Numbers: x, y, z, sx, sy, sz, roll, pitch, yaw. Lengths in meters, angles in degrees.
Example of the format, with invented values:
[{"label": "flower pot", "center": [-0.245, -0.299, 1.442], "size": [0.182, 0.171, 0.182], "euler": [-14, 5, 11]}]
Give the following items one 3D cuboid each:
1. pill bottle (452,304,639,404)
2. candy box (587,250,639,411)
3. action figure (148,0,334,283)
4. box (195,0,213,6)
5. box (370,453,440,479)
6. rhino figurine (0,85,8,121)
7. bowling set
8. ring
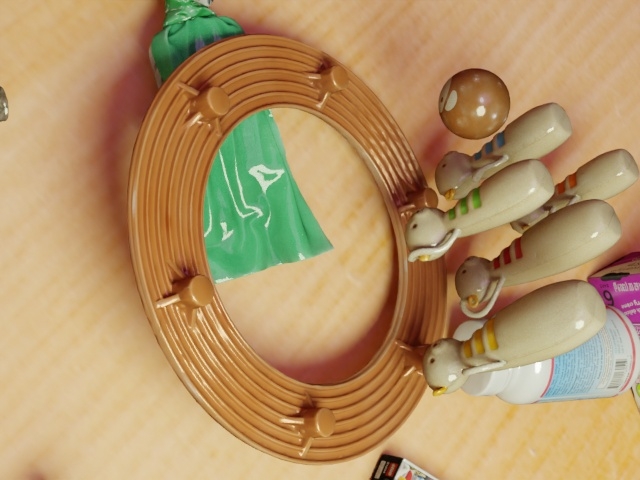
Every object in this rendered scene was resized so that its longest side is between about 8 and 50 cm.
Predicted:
[{"label": "pill bottle", "center": [0.201, 0.102, 0.832], "size": [0.160, 0.087, 0.087], "euler": [1, 84, -27]}, {"label": "candy box", "center": [0.367, 0.123, 0.873], "size": [0.071, 0.159, 0.233], "euler": [-26, 95, -25]}, {"label": "action figure", "center": [-0.081, -0.087, 0.724], "size": [0.137, 0.063, 0.232], "euler": [-16, 96, -27]}, {"label": "box", "center": [-0.094, -0.341, 0.703], "size": [0.169, 0.087, 0.289], "euler": [24, 71, 4]}, {"label": "box", "center": [0.059, 0.296, 0.766], "size": [0.114, 0.036, 0.207], "euler": [34, 70, -20]}, {"label": "rhino figurine", "center": [-0.272, -0.097, 0.625], "size": [0.106, 0.073, 0.243], "euler": [-5, 88, -31]}, {"label": "bowling set", "center": [0.134, -0.037, 0.756], "size": [0.200, 0.154, 0.287], "euler": [53, 37, -10]}, {"label": "ring", "center": [0.000, 0.000, 0.711], "size": [0.337, 0.032, 0.336], "euler": [16, 68, -44]}]
